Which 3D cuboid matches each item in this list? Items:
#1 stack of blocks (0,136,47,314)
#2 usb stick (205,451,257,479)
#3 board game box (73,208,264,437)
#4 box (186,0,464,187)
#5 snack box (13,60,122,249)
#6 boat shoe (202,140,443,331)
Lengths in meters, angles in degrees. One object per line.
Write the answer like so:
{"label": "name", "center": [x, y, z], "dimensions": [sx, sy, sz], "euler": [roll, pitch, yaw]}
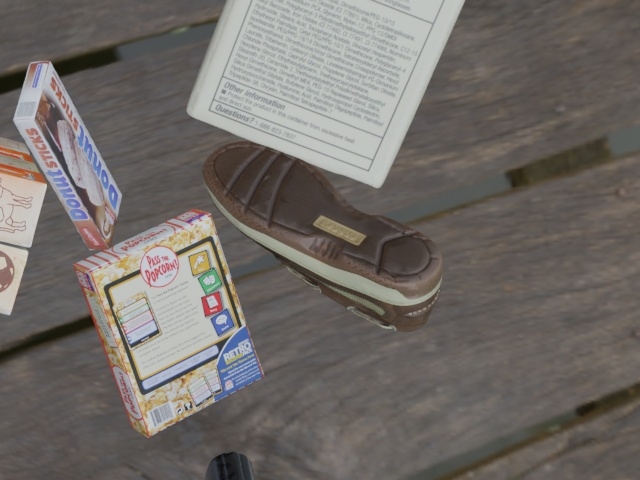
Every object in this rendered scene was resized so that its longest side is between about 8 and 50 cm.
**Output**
{"label": "stack of blocks", "center": [-0.296, -0.045, 1.027], "dimensions": [0.171, 0.297, 0.087], "euler": [14, 98, -19]}
{"label": "usb stick", "center": [-0.065, 0.259, 1.200], "dimensions": [0.045, 0.278, 0.077], "euler": [4, 107, -10]}
{"label": "board game box", "center": [-0.154, 0.085, 1.538], "dimensions": [0.146, 0.045, 0.193], "euler": [-25, 111, -26]}
{"label": "box", "center": [0.035, -0.210, 0.967], "dimensions": [0.148, 0.121, 0.311], "euler": [22, 112, -7]}
{"label": "snack box", "center": [-0.212, -0.068, 1.258], "dimensions": [0.178, 0.022, 0.064], "euler": [69, 21, -51]}
{"label": "boat shoe", "center": [-0.005, 0.005, 1.340], "dimensions": [0.095, 0.257, 0.095], "euler": [-40, 147, -27]}
